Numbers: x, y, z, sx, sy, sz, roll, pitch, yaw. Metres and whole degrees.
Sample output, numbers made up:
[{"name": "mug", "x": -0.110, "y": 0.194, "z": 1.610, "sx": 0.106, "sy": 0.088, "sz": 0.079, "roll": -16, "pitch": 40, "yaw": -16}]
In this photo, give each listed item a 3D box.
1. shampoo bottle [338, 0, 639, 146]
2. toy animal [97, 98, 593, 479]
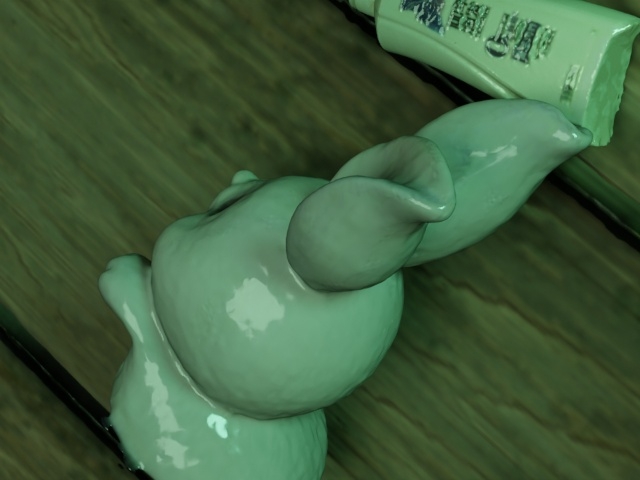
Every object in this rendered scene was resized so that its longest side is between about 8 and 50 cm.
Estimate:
[{"name": "shampoo bottle", "x": 0.053, "y": -0.082, "z": 0.649, "sx": 0.141, "sy": 0.034, "sz": 0.049, "roll": 24, "pitch": 122, "yaw": 28}, {"name": "toy animal", "x": -0.003, "y": 0.002, "z": 0.654, "sx": 0.220, "sy": 0.104, "sz": 0.130, "roll": -54, "pitch": 53, "yaw": 36}]
